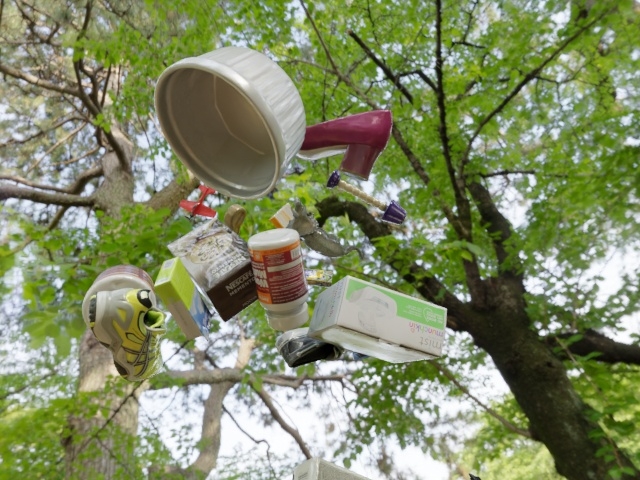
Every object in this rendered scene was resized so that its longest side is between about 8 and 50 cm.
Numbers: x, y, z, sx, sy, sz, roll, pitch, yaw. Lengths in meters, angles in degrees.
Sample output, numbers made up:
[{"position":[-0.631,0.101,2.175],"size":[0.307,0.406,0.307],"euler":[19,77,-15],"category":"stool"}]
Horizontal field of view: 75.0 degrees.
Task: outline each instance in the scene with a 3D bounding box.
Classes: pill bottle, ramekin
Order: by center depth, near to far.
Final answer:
[{"position":[-0.119,-0.172,0.599],"size":[0.207,0.109,0.207],"euler":[20,-40,18],"category":"ramekin"},{"position":[-0.093,0.091,0.984],"size":[0.121,0.121,0.220],"euler":[-12,-73,-11],"category":"pill bottle"},{"position":[-0.730,0.208,1.542],"size":[0.224,0.392,0.223],"euler":[-2,-85,-23],"category":"pill bottle"}]

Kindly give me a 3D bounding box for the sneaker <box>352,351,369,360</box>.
[{"position":[0.221,0.428,1.759],"size":[0.232,0.090,0.081],"euler":[-30,-2,25],"category":"sneaker"}]

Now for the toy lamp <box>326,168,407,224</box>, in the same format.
[{"position":[0.153,-0.137,1.364],"size":[0.275,0.080,0.080],"euler":[30,-53,7],"category":"toy lamp"}]

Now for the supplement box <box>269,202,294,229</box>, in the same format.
[{"position":[-0.139,-0.088,1.583],"size":[0.062,0.098,0.036],"euler":[51,-40,-11],"category":"supplement box"}]

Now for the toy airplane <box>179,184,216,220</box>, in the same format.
[{"position":[-0.407,-0.131,1.421],"size":[0.151,0.151,0.028],"euler":[-19,-30,-3],"category":"toy airplane"}]

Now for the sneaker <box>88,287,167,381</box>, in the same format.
[{"position":[-0.482,0.267,1.130],"size":[0.147,0.145,0.384],"euler":[-11,-38,-9],"category":"sneaker"}]

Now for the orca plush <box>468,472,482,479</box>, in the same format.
[{"position":[0.405,0.675,0.943],"size":[0.102,0.151,0.287],"euler":[-42,-58,-34],"category":"orca plush"}]

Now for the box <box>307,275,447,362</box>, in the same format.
[{"position":[0.130,0.207,1.026],"size":[0.262,0.126,0.231],"euler":[19,-24,-10],"category":"box"}]

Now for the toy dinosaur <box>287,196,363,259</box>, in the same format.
[{"position":[0.000,0.000,1.284],"size":[0.314,0.160,0.121],"euler":[42,-80,-18],"category":"toy dinosaur"}]

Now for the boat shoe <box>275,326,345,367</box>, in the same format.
[{"position":[0.026,0.292,1.183],"size":[0.302,0.102,0.108],"euler":[-3,-51,-34],"category":"boat shoe"}]

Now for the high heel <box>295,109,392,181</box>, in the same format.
[{"position":[-0.004,-0.293,1.086],"size":[0.181,0.378,0.127],"euler":[-68,-15,2],"category":"high heel"}]

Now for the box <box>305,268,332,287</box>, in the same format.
[{"position":[-0.032,0.168,1.878],"size":[0.169,0.059,0.054],"euler":[7,-36,1],"category":"box"}]

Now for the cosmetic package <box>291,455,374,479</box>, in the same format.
[{"position":[0.057,0.829,1.334],"size":[0.296,0.153,0.129],"euler":[35,-58,-21],"category":"cosmetic package"}]

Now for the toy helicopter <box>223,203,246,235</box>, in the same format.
[{"position":[-0.336,0.040,1.447],"size":[0.235,0.140,0.354],"euler":[-25,-42,-56],"category":"toy helicopter"}]

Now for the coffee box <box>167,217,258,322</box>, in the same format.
[{"position":[-0.273,0.067,1.137],"size":[0.168,0.297,0.118],"euler":[-35,-51,-21],"category":"coffee box"}]

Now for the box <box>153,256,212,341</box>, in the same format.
[{"position":[-0.304,0.138,0.940],"size":[0.043,0.109,0.178],"euler":[-20,-62,1],"category":"box"}]
